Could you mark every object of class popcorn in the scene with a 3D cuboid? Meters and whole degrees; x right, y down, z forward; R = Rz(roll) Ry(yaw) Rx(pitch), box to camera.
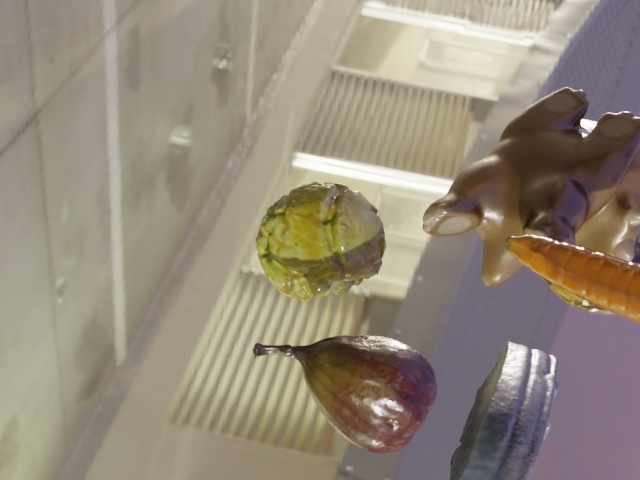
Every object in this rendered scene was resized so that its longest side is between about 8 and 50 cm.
[{"bbox_3d":[0.000,0.000,1.665,0.184,0.221,0.204,83,-1,-76],"label":"popcorn"}]

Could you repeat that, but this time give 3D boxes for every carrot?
[{"bbox_3d":[0.270,0.043,0.750,0.062,0.271,0.066,-6,102,-68],"label":"carrot"}]

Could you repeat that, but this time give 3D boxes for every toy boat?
[{"bbox_3d":[0.204,0.218,1.077,0.127,0.078,0.283,-65,173,30],"label":"toy boat"}]

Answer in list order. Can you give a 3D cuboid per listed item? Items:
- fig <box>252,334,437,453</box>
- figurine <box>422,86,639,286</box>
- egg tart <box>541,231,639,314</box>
[{"bbox_3d":[0.031,0.203,1.441,0.145,0.274,0.170,-70,-176,-61],"label":"fig"},{"bbox_3d":[0.239,-0.029,0.988,0.247,0.177,0.173,-53,144,-35],"label":"figurine"},{"bbox_3d":[0.562,0.001,1.921,0.132,0.297,0.297,22,81,-78],"label":"egg tart"}]
